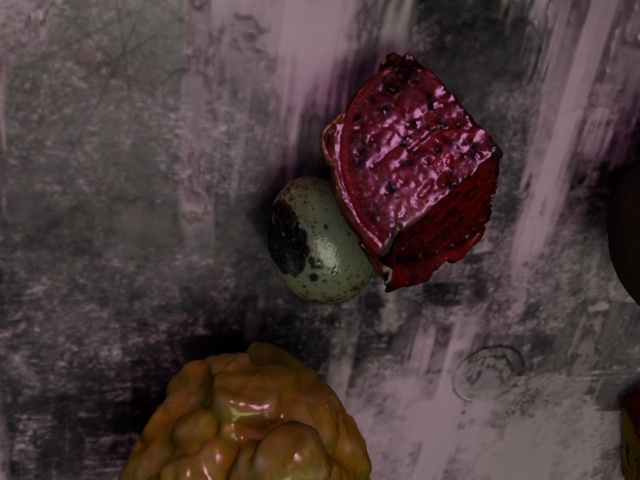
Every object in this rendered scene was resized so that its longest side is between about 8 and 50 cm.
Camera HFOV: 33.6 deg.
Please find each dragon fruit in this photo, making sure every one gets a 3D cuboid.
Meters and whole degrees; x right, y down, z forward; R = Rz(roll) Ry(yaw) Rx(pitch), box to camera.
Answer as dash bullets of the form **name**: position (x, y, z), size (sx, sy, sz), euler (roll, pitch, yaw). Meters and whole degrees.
- **dragon fruit**: position (0.061, -0.040, 0.808), size (0.121, 0.127, 0.161), euler (-35, 155, -8)

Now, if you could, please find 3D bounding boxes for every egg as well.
- **egg**: position (0.000, 0.000, 0.838), size (0.085, 0.085, 0.110), euler (-23, 126, 1)

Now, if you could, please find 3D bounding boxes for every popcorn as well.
- **popcorn**: position (-0.057, 0.219, 0.898), size (0.235, 0.242, 0.250), euler (26, 109, -2)

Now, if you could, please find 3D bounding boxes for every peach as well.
- **peach**: position (0.368, 0.225, 1.109), size (0.127, 0.092, 0.172), euler (2, 123, -21)

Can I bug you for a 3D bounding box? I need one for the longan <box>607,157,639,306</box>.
- **longan**: position (0.342, -0.019, 0.862), size (0.198, 0.198, 0.212), euler (18, 99, -27)
